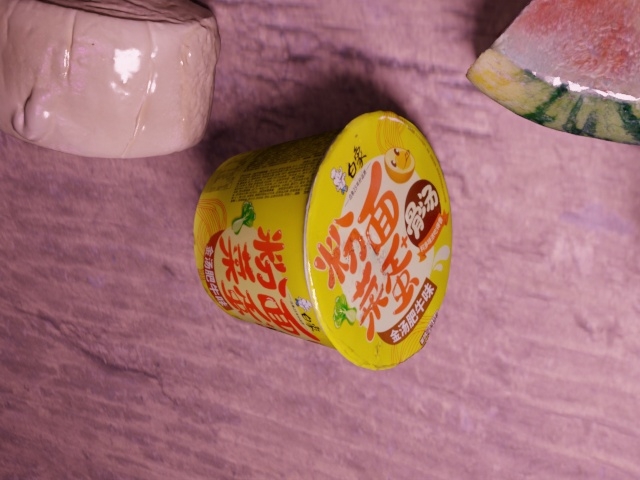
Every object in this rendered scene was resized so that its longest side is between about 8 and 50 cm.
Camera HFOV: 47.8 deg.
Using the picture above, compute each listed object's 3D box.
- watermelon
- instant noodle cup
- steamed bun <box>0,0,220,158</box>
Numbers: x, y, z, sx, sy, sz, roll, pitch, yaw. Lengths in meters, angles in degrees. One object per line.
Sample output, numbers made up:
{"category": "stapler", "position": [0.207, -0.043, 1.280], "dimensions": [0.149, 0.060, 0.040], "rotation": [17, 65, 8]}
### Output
{"category": "watermelon", "position": [0.294, -0.199, 0.721], "dimensions": [0.261, 0.213, 0.201], "rotation": [22, 105, 13]}
{"category": "instant noodle cup", "position": [0.000, 0.000, 0.911], "dimensions": [0.221, 0.311, 0.311], "rotation": [2, 114, 40]}
{"category": "steamed bun", "position": [-0.345, -0.251, 1.002], "dimensions": [0.383, 0.236, 0.247], "rotation": [21, 120, 19]}
